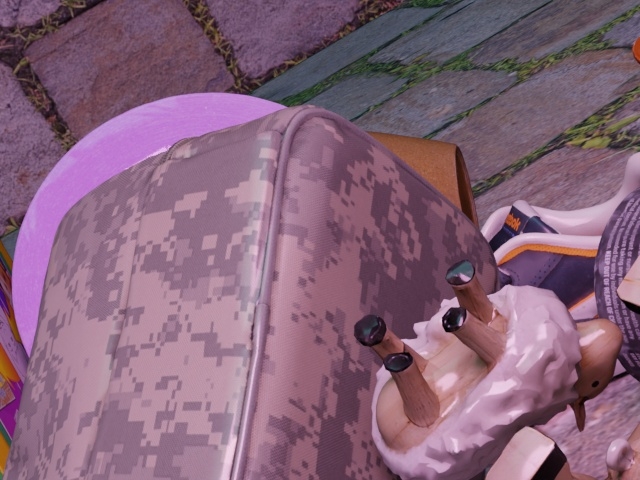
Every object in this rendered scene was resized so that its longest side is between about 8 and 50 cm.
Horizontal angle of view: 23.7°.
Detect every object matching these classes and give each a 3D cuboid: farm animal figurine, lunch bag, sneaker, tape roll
[{"bbox_3d":[0.217,0.071,0.628,0.327,0.172,0.330,-41,44,1],"label":"farm animal figurine"},{"bbox_3d":[-0.061,0.103,0.824,0.256,0.212,0.305,-14,55,35],"label":"lunch bag"},{"bbox_3d":[0.115,0.055,1.008,0.321,0.127,0.126,-30,15,0],"label":"sneaker"},{"bbox_3d":[-0.080,0.034,1.111,0.275,0.275,0.090,-31,-19,-9],"label":"tape roll"}]

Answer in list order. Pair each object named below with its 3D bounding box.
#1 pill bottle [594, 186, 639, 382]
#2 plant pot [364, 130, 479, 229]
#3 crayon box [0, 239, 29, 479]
[{"bbox_3d":[0.276,0.019,0.813,0.130,0.130,0.246,-38,17,-32],"label":"pill bottle"},{"bbox_3d":[0.000,0.000,1.268,0.254,0.237,0.237,-10,19,12],"label":"plant pot"},{"bbox_3d":[-0.255,0.121,1.089,0.106,0.313,0.363,-26,14,0],"label":"crayon box"}]
